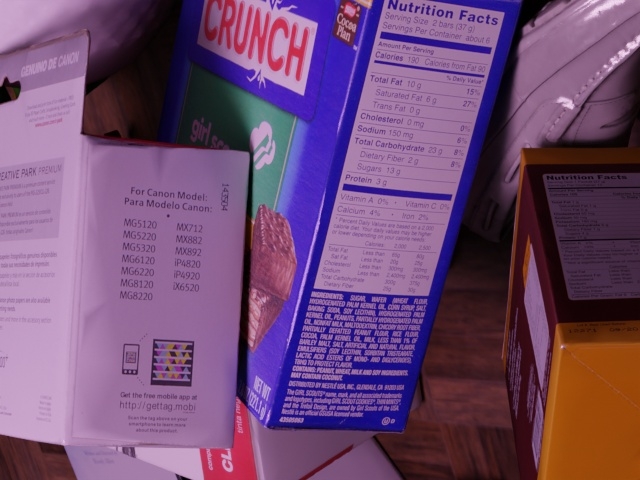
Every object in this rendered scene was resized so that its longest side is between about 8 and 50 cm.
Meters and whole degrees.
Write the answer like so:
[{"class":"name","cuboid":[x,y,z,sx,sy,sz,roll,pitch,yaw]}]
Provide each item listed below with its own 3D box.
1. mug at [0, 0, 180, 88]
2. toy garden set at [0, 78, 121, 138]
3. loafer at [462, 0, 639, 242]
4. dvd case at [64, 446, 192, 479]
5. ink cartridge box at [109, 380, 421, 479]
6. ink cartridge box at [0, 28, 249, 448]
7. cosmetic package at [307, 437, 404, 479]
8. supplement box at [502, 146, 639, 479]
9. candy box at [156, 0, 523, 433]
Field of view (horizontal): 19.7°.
[{"class":"mug","cuboid":[-0.223,-0.322,1.406,0.374,0.276,0.328,-116,24,-48]},{"class":"toy garden set","cuboid":[-0.258,-0.091,1.557,0.049,0.244,0.204,-14,109,31]},{"class":"loafer","cuboid":[0.172,-0.101,1.225,0.111,0.112,0.319,49,144,1]},{"class":"dvd case","cuboid":[-0.175,0.269,1.854,0.180,0.022,0.253,-8,106,48]},{"class":"ink cartridge box","cuboid":[-0.085,0.097,1.525,0.273,0.197,0.114,12,119,41]},{"class":"ink cartridge box","cuboid":[-0.178,0.005,1.326,0.309,0.130,0.272,-1,84,60]},{"class":"cosmetic package","cuboid":[-0.056,0.292,1.588,0.138,0.224,0.224,55,140,7]},{"class":"supplement box","cuboid":[0.194,0.071,1.171,0.129,0.194,0.191,-1,129,-2]},{"class":"candy box","cuboid":[-0.011,-0.064,1.293,0.268,0.122,0.317,40,120,55]}]
